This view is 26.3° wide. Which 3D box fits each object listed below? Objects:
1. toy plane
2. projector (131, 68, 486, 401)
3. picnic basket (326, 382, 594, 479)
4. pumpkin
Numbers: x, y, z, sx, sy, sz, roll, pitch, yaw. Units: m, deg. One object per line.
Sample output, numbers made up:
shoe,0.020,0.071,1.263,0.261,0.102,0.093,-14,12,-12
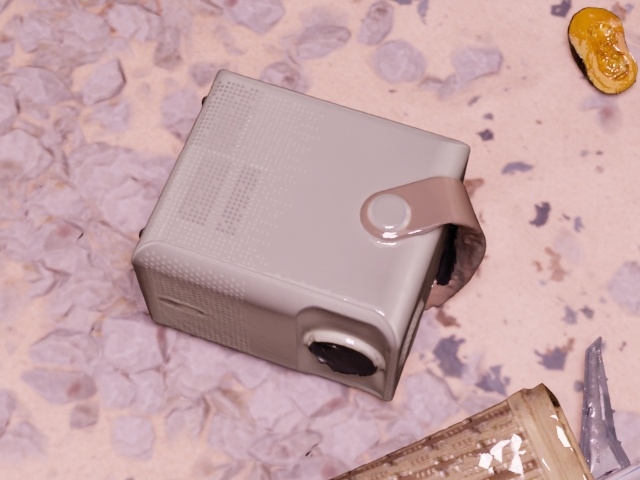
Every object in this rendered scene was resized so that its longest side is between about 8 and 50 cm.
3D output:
toy plane,0.236,0.182,1.026,0.226,0.058,0.226,-25,70,-11
projector,0.000,0.000,1.039,0.242,0.163,0.177,17,66,7
picnic basket,0.146,0.261,0.857,0.175,0.228,0.313,-25,76,7
pumpkin,0.245,-0.163,1.205,0.050,0.028,0.083,-16,76,-9
